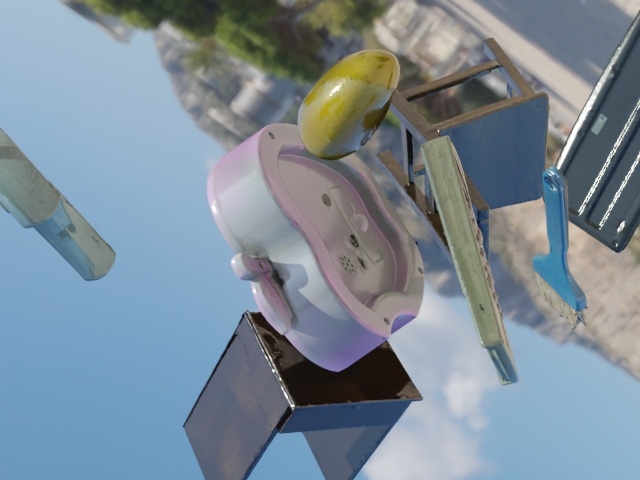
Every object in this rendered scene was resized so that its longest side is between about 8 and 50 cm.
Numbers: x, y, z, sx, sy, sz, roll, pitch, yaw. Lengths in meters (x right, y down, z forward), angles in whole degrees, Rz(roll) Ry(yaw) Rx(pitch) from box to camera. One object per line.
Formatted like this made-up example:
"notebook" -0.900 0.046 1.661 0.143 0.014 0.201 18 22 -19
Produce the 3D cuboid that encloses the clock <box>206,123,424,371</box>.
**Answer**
"clock" 0.000 0.000 1.530 0.338 0.102 0.338 38 -148 -29

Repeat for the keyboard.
"keyboard" 0.261 -0.082 0.984 0.103 0.381 0.041 39 -161 32

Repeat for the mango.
"mango" 0.029 -0.134 1.088 0.076 0.103 0.161 45 157 0

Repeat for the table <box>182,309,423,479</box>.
"table" -0.037 0.273 1.814 0.250 0.282 0.196 1 -137 -38

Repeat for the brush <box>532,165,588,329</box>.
"brush" 0.164 0.004 0.785 0.051 0.014 0.164 48 166 35

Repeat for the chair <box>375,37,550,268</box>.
"chair" 0.266 -0.124 1.816 0.416 0.240 0.203 -122 21 -48

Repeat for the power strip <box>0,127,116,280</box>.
"power strip" -0.259 -0.041 1.018 0.137 0.044 0.216 46 173 19

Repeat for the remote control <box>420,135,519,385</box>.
"remote control" 0.174 0.022 1.289 0.123 0.038 0.285 56 -162 -54
